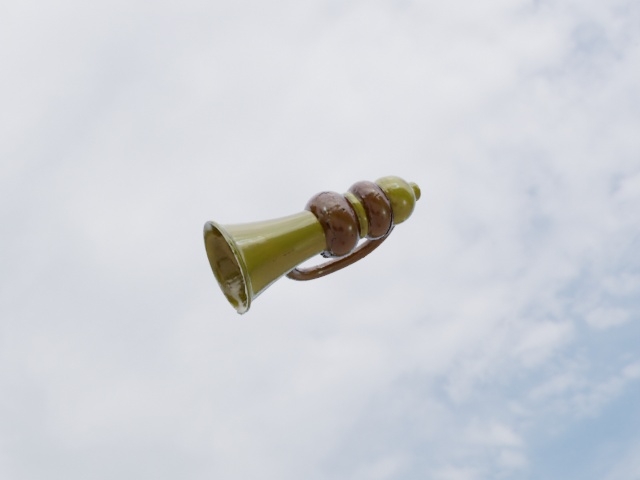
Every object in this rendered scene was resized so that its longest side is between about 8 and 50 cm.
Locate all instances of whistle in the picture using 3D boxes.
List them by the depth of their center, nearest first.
[{"bbox_3d":[0.001,0.003,0.448,0.109,0.046,0.057,-18,-59,-26],"label":"whistle"}]
